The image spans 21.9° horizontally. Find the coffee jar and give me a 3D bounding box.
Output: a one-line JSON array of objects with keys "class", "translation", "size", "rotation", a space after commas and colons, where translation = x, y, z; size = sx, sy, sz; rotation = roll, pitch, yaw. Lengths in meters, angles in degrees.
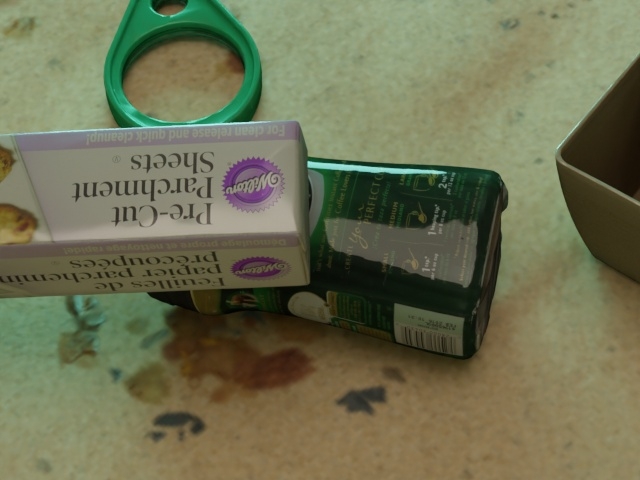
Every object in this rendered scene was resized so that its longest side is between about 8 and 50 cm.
[{"class": "coffee jar", "translation": [0.000, 0.000, 0.858], "size": [0.184, 0.079, 0.096], "rotation": [10, 65, 10]}]

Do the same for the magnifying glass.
[{"class": "magnifying glass", "translation": [-0.092, -0.147, 0.997], "size": [0.092, 0.026, 0.231], "rotation": [-11, 58, -3]}]

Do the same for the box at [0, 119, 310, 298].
[{"class": "box", "translation": [-0.167, -0.011, 0.798], "size": [0.324, 0.063, 0.067], "rotation": [-2, 65, 4]}]

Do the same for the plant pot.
[{"class": "plant pot", "translation": [0.192, -0.025, 0.852], "size": [0.109, 0.096, 0.109], "rotation": [31, 64, 23]}]
